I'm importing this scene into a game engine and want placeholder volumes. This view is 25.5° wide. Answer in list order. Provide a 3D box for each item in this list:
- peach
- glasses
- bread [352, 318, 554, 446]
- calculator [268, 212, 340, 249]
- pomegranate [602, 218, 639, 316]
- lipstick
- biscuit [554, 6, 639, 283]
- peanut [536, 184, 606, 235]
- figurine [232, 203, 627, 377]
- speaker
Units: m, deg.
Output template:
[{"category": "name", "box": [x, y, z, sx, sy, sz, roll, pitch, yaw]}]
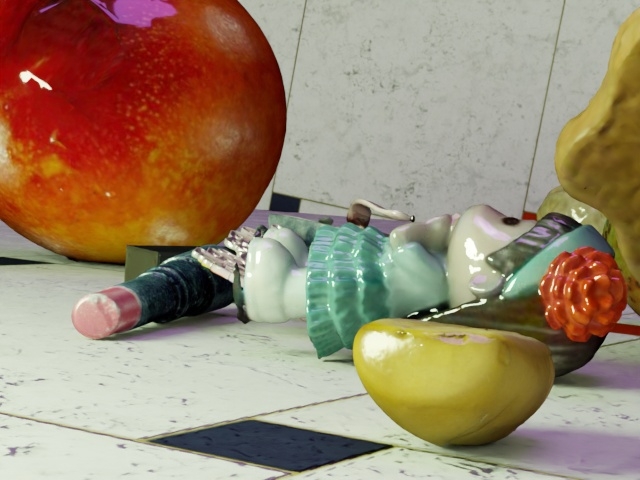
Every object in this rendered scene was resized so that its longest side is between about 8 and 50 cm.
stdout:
[{"category": "peach", "box": [-0.228, -0.147, 1.554, 0.388, 0.389, 0.388, 4, 3, 0]}, {"category": "glasses", "box": [-0.008, 0.005, 1.087, 0.162, 0.095, 0.255, 11, 8, 4]}, {"category": "bread", "box": [0.061, 0.066, 0.649, 0.082, 0.056, 0.115, 6, -3, 18]}, {"category": "calculator", "box": [0.076, 0.017, 1.418, 0.177, 0.040, 0.268, 20, -8, -41]}, {"category": "pomegranate", "box": [0.343, 0.005, 1.227, 0.205, 0.159, 0.159, 3, 3, 24]}, {"category": "lipstick", "box": [-0.121, 0.038, 1.036, 0.053, 0.054, 0.234, 5, 5, 17]}, {"category": "biscuit", "box": [0.376, -0.073, 1.027, 0.365, 0.062, 0.385, 39, -51, -25]}, {"category": "peanut", "box": [0.429, -0.020, 1.887, 0.291, 0.143, 0.159, 4, 27, -10]}, {"category": "figurine", "box": [0.069, 0.033, 0.893, 0.245, 0.110, 0.138, 1, 12, 14]}, {"category": "speaker", "box": [-0.061, 0.031, 1.274, 0.218, 0.044, 0.082, 1, 4, -31]}]
